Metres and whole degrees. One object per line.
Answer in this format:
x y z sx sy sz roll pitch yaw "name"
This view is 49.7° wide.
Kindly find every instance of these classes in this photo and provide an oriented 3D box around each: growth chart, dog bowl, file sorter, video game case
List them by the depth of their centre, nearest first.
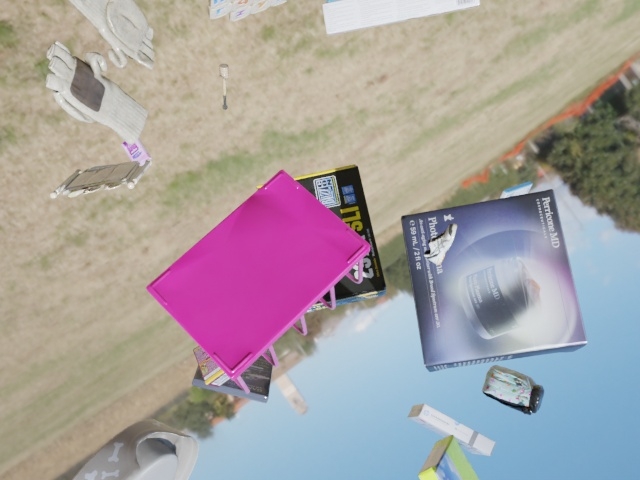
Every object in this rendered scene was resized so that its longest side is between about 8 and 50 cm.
-0.090 0.077 1.139 0.290 0.202 0.182 -43 159 -15 "file sorter"
-0.398 0.514 1.391 0.349 0.102 0.349 -50 160 -25 "dog bowl"
-0.508 -0.143 1.600 0.237 0.021 0.172 -6 -152 17 "growth chart"
0.477 -0.073 1.791 0.119 0.015 0.166 -19 140 -40 "video game case"
-0.226 0.338 1.858 0.274 0.196 0.026 -90 -164 -73 "video game case"

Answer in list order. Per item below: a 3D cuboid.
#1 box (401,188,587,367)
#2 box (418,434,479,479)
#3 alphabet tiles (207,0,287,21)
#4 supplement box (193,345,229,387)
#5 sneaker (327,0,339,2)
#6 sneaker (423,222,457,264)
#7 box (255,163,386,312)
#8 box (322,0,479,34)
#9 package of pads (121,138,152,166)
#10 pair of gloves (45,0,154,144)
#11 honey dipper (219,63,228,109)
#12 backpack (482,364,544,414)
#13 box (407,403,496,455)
0.326 0.083 1.337 0.293 0.297 0.183 -10 165 9 "box"
0.220 0.409 1.164 0.042 0.109 0.178 -32 173 20 "box"
-0.133 -0.600 1.635 0.284 0.021 0.278 -24 -178 -10 "alphabet tiles"
-0.209 0.240 1.370 0.055 0.083 0.043 -36 148 13 "supplement box"
0.018 -0.770 1.936 0.318 0.208 0.127 18 133 -31 "sneaker"
0.200 0.003 1.159 0.083 0.036 0.032 -67 172 32 "sneaker"
0.000 0.000 1.656 0.257 0.322 0.079 -11 163 0 "box"
0.168 -0.493 1.451 0.323 0.067 0.063 -9 -168 10 "box"
-0.503 -0.243 1.894 0.050 0.083 0.032 -35 172 7 "package of pads"
-0.356 -0.299 1.135 0.042 0.240 0.204 -1 163 31 "pair of gloves"
-0.305 -0.485 2.203 0.030 0.030 0.161 -32 145 -33 "honey dipper"
0.604 0.467 2.171 0.152 0.181 0.115 31 78 -65 "backpack"
0.308 0.451 1.649 0.038 0.186 0.145 -62 176 -15 "box"
